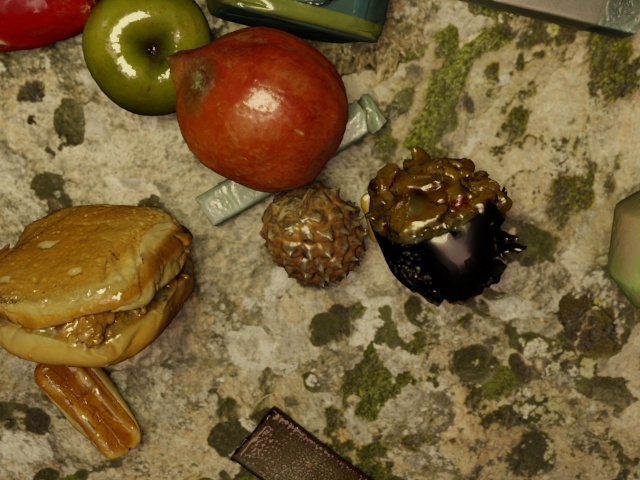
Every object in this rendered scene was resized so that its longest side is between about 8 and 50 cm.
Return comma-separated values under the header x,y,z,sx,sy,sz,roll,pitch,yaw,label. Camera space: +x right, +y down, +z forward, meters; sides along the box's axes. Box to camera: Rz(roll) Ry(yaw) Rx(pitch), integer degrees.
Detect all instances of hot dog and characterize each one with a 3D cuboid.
x,y,z,sx,sy,sz,roll,pitch,yaw,label
-0.418,0.283,1.108,0.102,0.076,0.249,-40,97,-2,hot dog

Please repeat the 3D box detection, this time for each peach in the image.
x,y,z,sx,sy,sz,roll,pitch,yaw,label
-0.093,-0.194,0.861,0.257,0.232,0.232,35,102,-20,peach

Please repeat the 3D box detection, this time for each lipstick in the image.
x,y,z,sx,sy,sz,roll,pitch,yaw,label
0.322,-0.376,0.928,0.318,0.068,0.066,13,104,-1,lipstick

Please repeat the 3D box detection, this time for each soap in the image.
x,y,z,sx,sy,sz,roll,pitch,yaw,label
0.091,-0.039,1.044,0.034,0.012,0.089,-14,102,5,soap

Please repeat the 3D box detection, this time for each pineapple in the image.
x,y,z,sx,sy,sz,roll,pitch,yaw,label
0.000,0.000,0.993,0.166,0.166,0.193,-28,130,8,pineapple

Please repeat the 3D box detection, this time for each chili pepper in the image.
x,y,z,sx,sy,sz,roll,pitch,yaw,label
-0.504,-0.350,0.936,0.339,0.134,0.131,-11,105,4,chili pepper

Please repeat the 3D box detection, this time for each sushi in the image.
x,y,z,sx,sy,sz,roll,pitch,yaw,label
0.188,-0.032,0.956,0.200,0.213,0.204,-36,112,-26,sushi

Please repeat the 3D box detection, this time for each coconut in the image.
x,y,z,sx,sy,sz,roll,pitch,yaw,label
0.557,0.001,0.940,0.205,0.236,0.235,-13,109,-41,coconut

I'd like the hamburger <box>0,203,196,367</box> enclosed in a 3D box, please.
x,y,z,sx,sy,sz,roll,pitch,yaw,label
-0.349,0.057,0.942,0.284,0.304,0.174,6,113,10,hamburger

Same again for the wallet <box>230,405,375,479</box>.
x,y,z,sx,sy,sz,roll,pitch,yaw,label
-0.031,0.426,1.145,0.243,0.039,0.132,38,95,-6,wallet

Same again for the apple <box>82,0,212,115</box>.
x,y,z,sx,sy,sz,roll,pitch,yaw,label
-0.257,-0.287,0.924,0.197,0.157,0.196,-3,106,-12,apple

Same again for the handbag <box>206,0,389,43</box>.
x,y,z,sx,sy,sz,roll,pitch,yaw,label
-0.019,-0.412,0.851,0.263,0.222,0.240,6,104,-15,handbag

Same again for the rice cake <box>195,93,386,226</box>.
x,y,z,sx,sy,sz,roll,pitch,yaw,label
-0.049,-0.128,1.005,0.336,0.063,0.066,-30,95,9,rice cake
